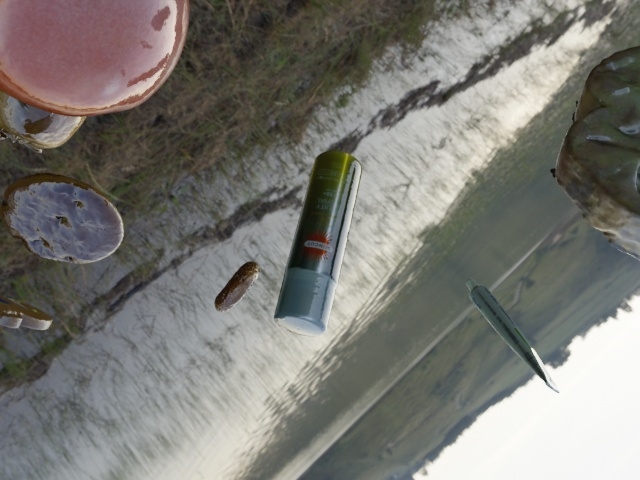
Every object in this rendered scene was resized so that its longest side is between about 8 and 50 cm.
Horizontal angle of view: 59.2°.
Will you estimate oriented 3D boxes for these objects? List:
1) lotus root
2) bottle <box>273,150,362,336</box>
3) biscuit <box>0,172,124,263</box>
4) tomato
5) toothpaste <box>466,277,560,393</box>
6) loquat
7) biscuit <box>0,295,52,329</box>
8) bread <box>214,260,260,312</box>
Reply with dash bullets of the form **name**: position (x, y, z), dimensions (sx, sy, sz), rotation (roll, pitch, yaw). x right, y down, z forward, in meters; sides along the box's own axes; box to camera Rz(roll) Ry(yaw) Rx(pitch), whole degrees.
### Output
- **lotus root**: position (0.556, -0.131, 0.864), dimensions (0.111, 0.374, 0.391), rotation (92, 14, -59)
- **bottle**: position (0.000, 0.000, 0.854), dimensions (0.082, 0.082, 0.286), rotation (102, 1, -63)
- **biscuit**: position (-0.459, -0.032, 1.005), dimensions (0.036, 0.212, 0.212), rotation (-89, -156, -47)
- **tomato**: position (-0.264, -0.259, 0.592), dimensions (0.224, 0.256, 0.255), rotation (-40, 170, 38)
- **toothpaste**: position (0.249, 0.119, 0.748), dimensions (0.029, 0.197, 0.048), rotation (-43, 133, 13)
- **loquat**: position (-0.521, -0.287, 1.027), dimensions (0.238, 0.238, 0.193), rotation (-49, 152, 16)
- **biscuit**: position (-0.680, 0.142, 1.200), dimensions (0.039, 0.179, 0.236), rotation (-65, 154, -8)
- **bread**: position (-0.259, 0.140, 1.733), dimensions (0.193, 0.064, 0.193), rotation (-48, -170, 11)
